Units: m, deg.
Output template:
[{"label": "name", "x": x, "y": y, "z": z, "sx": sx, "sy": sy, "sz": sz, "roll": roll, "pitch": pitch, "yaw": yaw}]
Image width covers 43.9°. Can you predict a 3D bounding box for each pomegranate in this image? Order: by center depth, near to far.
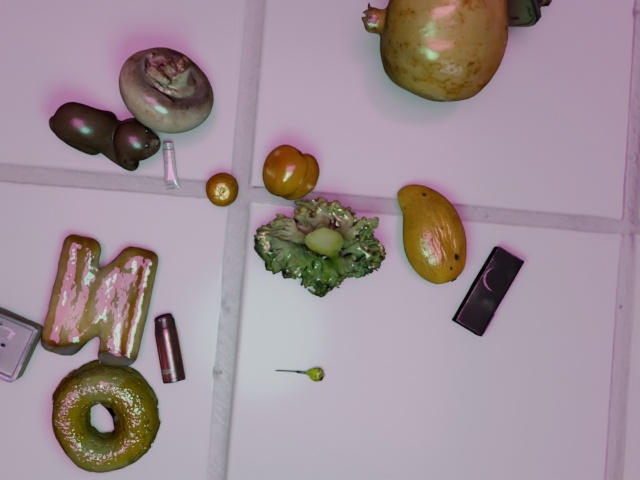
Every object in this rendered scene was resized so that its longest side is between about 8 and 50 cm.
[{"label": "pomegranate", "x": 0.262, "y": -0.486, "z": 1.859, "sx": 0.343, "sy": 0.342, "sz": 0.342, "roll": 0, "pitch": 88, "yaw": -4}]

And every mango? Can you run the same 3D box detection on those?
[{"label": "mango", "x": 0.272, "y": -0.019, "z": 1.942, "sx": 0.157, "sy": 0.109, "sz": 0.262, "roll": -20, "pitch": 88, "yaw": -1}]

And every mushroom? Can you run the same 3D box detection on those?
[{"label": "mushroom", "x": -0.355, "y": -0.360, "z": 1.857, "sx": 0.226, "sy": 0.226, "sz": 0.178, "roll": 36, "pitch": 127, "yaw": -2}]

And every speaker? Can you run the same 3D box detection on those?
[{"label": "speaker", "x": 0.419, "y": 0.127, "z": 1.979, "sx": 0.082, "sy": 0.044, "sz": 0.218, "roll": 32, "pitch": 86, "yaw": -3}]

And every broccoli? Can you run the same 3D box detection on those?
[{"label": "broccoli", "x": 0.000, "y": 0.000, "z": 1.854, "sx": 0.288, "sy": 0.245, "sz": 0.247, "roll": -25, "pitch": 81, "yaw": -10}]

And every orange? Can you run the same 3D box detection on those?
[{"label": "orange", "x": -0.239, "y": -0.124, "z": 1.927, "sx": 0.083, "sy": 0.070, "sz": 0.083, "roll": -2, "pitch": 100, "yaw": -9}]

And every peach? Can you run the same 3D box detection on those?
[{"label": "peach", "x": -0.074, "y": -0.161, "z": 1.911, "sx": 0.138, "sy": 0.138, "sz": 0.138, "roll": 0, "pitch": 88, "yaw": -4}]

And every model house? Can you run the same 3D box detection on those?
[{"label": "model house", "x": 0.494, "y": -0.693, "z": 1.948, "sx": 0.278, "sy": 0.205, "sz": 0.218, "roll": -50, "pitch": 130, "yaw": -22}]

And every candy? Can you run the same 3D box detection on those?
[{"label": "candy", "x": -0.051, "y": 0.325, "z": 1.949, "sx": 0.123, "sy": 0.035, "sz": 0.035, "roll": 6, "pitch": 84, "yaw": 4}]

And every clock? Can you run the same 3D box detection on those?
[{"label": "clock", "x": -0.777, "y": 0.234, "z": 1.875, "sx": 0.192, "sy": 0.071, "sz": 0.146, "roll": 24, "pitch": 86, "yaw": -3}]

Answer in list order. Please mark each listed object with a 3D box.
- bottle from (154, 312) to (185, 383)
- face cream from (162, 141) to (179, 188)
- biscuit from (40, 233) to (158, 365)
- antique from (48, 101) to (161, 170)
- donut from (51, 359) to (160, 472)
[{"label": "bottle", "x": -0.365, "y": 0.259, "z": 1.914, "sx": 0.060, "sy": 0.060, "sz": 0.164, "roll": -10, "pitch": 89, "yaw": -4}, {"label": "face cream", "x": -0.368, "y": -0.183, "z": 1.944, "sx": 0.038, "sy": 0.020, "sz": 0.115, "roll": -5, "pitch": 91, "yaw": -5}, {"label": "biscuit", "x": -0.527, "y": 0.143, "z": 1.901, "sx": 0.237, "sy": 0.062, "sz": 0.290, "roll": 10, "pitch": 87, "yaw": -3}, {"label": "antique", "x": -0.507, "y": -0.253, "z": 1.878, "sx": 0.257, "sy": 0.143, "sz": 0.121, "roll": 21, "pitch": 85, "yaw": -6}, {"label": "donut", "x": -0.514, "y": 0.423, "z": 1.873, "sx": 0.272, "sy": 0.107, "sz": 0.271, "roll": 0, "pitch": 90, "yaw": -4}]
